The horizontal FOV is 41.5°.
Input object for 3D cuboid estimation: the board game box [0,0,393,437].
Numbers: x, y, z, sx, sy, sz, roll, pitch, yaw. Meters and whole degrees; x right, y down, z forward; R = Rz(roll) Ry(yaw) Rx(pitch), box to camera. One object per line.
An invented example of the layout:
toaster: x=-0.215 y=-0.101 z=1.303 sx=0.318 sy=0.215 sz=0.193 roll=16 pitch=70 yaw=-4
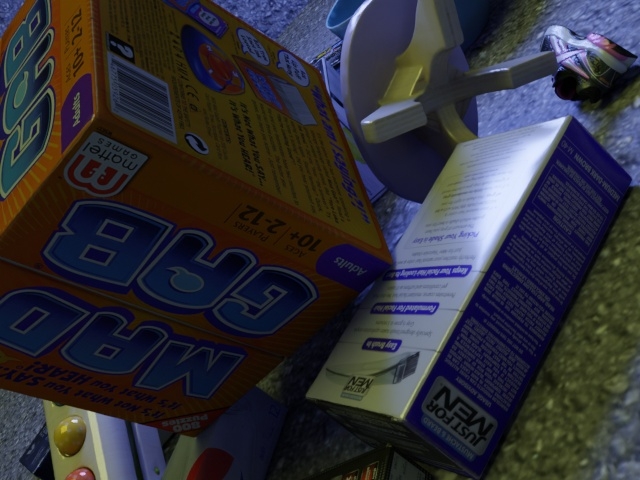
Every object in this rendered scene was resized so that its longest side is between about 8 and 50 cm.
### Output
board game box: x=-0.202 y=-0.052 z=0.960 sx=0.356 sy=0.356 sz=0.356 roll=-44 pitch=41 yaw=26

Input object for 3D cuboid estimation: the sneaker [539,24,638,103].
sneaker: x=0.301 y=-0.209 z=1.020 sx=0.077 sy=0.072 sz=0.178 roll=-58 pitch=12 yaw=10

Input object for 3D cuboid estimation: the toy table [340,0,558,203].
toy table: x=0.141 y=-0.171 z=1.024 sx=0.252 sy=0.274 sz=0.161 roll=-34 pitch=19 yaw=-13

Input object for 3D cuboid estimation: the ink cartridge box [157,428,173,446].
ink cartridge box: x=-0.259 y=0.203 z=1.424 sx=0.353 sy=0.119 sz=0.207 roll=-50 pitch=20 yaw=1

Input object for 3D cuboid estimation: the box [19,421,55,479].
box: x=-0.483 y=0.389 z=1.623 sx=0.156 sy=0.093 sz=0.158 roll=-58 pitch=22 yaw=-20

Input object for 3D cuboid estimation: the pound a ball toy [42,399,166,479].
pound a ball toy: x=-0.346 y=0.325 z=1.210 sx=0.208 sy=0.136 sz=0.319 roll=-34 pitch=54 yaw=19

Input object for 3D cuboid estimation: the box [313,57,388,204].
box: x=0.035 y=-0.183 z=1.411 sx=0.087 sy=0.169 sz=0.290 roll=-41 pitch=20 yaw=17

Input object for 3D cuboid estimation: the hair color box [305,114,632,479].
hair color box: x=0.145 y=0.048 z=0.836 sx=0.339 sy=0.110 sz=0.185 roll=-56 pitch=20 yaw=-19

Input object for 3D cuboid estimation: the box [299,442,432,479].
box: x=-0.015 y=0.333 z=0.742 sx=0.216 sy=0.060 sz=0.270 roll=-33 pitch=25 yaw=39

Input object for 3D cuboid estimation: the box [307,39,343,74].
box: x=-0.015 y=-0.325 z=1.802 sx=0.322 sy=0.079 sz=0.257 roll=-28 pitch=18 yaw=31

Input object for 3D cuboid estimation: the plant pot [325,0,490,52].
plant pot: x=0.179 y=-0.414 z=1.463 sx=0.290 sy=0.195 sz=0.290 roll=-43 pitch=21 yaw=21

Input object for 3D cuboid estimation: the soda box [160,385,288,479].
soda box: x=-0.137 y=0.306 z=1.012 sx=0.098 sy=0.091 sz=0.286 roll=-32 pitch=27 yaw=42
